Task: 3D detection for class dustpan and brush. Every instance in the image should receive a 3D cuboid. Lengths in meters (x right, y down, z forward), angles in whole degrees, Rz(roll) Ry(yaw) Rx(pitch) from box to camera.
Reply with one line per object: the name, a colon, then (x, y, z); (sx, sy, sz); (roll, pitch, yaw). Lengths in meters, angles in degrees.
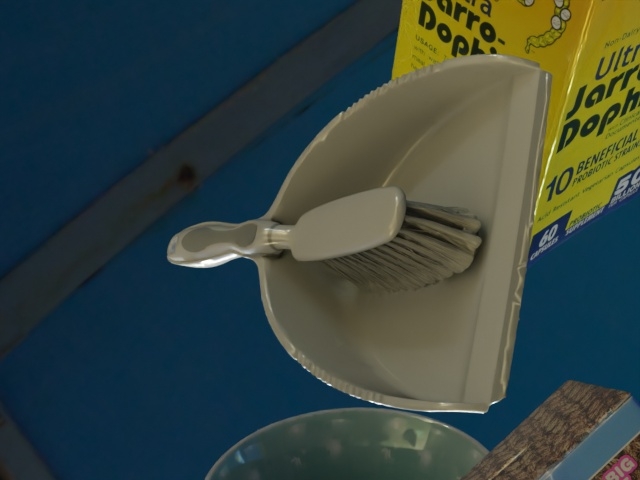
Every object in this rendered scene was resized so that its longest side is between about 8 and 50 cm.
dustpan and brush: (0.000, 0.000, 0.524); (0.060, 0.147, 0.211); (19, -17, -29)

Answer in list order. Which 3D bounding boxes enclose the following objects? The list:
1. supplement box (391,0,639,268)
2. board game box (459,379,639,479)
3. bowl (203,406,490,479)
supplement box: (0.201, -0.179, 1.049); (0.195, 0.194, 0.356); (41, -34, 29)
board game box: (0.232, 0.300, 0.952); (0.291, 0.232, 0.141); (50, -7, -3)
bowl: (0.038, 0.320, 1.207); (0.312, 0.311, 0.163); (8, -63, 26)
